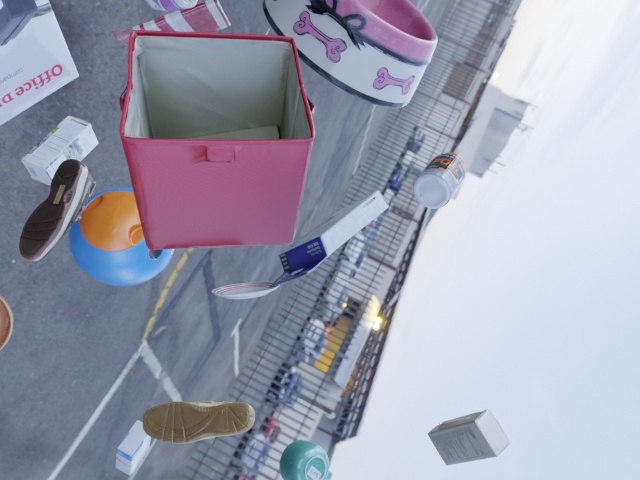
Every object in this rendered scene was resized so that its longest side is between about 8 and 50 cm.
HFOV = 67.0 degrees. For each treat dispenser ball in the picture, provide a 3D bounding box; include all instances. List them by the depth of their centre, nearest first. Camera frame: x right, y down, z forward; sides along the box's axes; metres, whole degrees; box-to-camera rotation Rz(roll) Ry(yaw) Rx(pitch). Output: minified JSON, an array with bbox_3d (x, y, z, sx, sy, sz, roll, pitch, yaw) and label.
[{"bbox_3d":[-0.568,-0.010,1.403,0.288,0.288,0.288,-62,174,-11],"label":"treat dispenser ball"}]

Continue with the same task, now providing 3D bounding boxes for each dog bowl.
[{"bbox_3d":[0.085,-0.491,1.089,0.150,0.408,0.408,-49,-176,37],"label":"dog bowl"}]

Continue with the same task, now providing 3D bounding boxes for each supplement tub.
[{"bbox_3d":[0.361,-0.186,1.446,0.190,0.117,0.116,-47,164,-44],"label":"supplement tub"}]

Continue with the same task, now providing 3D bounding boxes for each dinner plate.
[{"bbox_3d":[-0.155,0.105,1.011,0.141,0.141,0.017,-33,120,-79],"label":"dinner plate"}]

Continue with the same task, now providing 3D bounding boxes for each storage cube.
[{"bbox_3d":[-0.122,-0.115,0.591,0.193,0.215,0.183,106,-22,-53],"label":"storage cube"}]

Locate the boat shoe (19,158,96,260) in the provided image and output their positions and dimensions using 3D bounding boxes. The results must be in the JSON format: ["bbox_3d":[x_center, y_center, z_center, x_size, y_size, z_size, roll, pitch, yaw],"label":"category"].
[{"bbox_3d":[-0.610,-0.062,1.153,0.095,0.095,0.257,65,45,-68],"label":"boat shoe"}]

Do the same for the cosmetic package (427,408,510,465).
[{"bbox_3d":[0.228,0.307,0.753,0.041,0.060,0.115,-21,165,-38],"label":"cosmetic package"}]

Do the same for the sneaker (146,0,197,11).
[{"bbox_3d":[-0.386,-0.685,1.121,0.102,0.161,0.281,-27,121,-51],"label":"sneaker"}]

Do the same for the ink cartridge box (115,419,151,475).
[{"bbox_3d":[-0.498,0.553,1.289,0.088,0.052,0.122,-59,173,-50],"label":"ink cartridge box"}]

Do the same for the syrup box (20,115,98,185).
[{"bbox_3d":[-0.874,-0.304,1.635,0.093,0.097,0.236,98,15,-56],"label":"syrup box"}]

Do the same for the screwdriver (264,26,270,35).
[{"bbox_3d":[-0.109,-0.382,0.927,0.025,0.024,0.169,-25,-146,31],"label":"screwdriver"}]

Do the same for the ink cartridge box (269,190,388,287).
[{"bbox_3d":[0.000,0.000,0.976,0.224,0.045,0.223,-40,-173,-27],"label":"ink cartridge box"}]

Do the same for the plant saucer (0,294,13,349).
[{"bbox_3d":[-0.876,0.205,1.212,0.199,0.200,0.037,-63,-169,-3],"label":"plant saucer"}]

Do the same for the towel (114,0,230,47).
[{"bbox_3d":[-0.465,-0.683,1.554,0.237,0.329,0.037,-97,168,-82],"label":"towel"}]

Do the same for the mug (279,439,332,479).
[{"bbox_3d":[-0.028,0.654,1.409,0.097,0.158,0.129,-15,-102,55],"label":"mug"}]

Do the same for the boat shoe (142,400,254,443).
[{"bbox_3d":[-0.186,0.282,0.753,0.059,0.170,0.062,93,-3,-68],"label":"boat shoe"}]

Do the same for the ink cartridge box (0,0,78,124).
[{"bbox_3d":[-0.490,-0.309,0.626,0.223,0.129,0.307,-52,162,-31],"label":"ink cartridge box"}]
